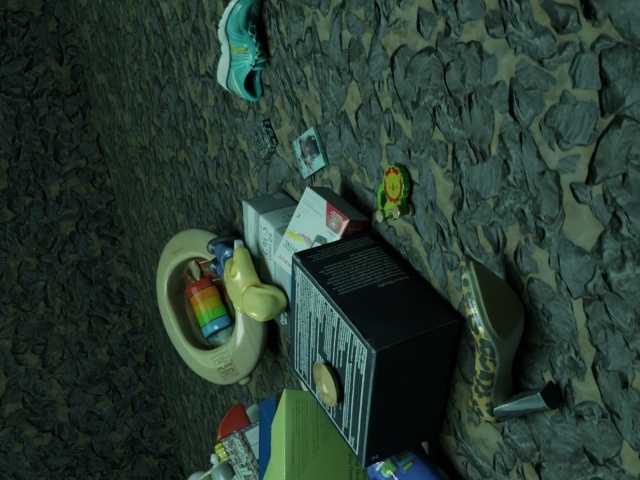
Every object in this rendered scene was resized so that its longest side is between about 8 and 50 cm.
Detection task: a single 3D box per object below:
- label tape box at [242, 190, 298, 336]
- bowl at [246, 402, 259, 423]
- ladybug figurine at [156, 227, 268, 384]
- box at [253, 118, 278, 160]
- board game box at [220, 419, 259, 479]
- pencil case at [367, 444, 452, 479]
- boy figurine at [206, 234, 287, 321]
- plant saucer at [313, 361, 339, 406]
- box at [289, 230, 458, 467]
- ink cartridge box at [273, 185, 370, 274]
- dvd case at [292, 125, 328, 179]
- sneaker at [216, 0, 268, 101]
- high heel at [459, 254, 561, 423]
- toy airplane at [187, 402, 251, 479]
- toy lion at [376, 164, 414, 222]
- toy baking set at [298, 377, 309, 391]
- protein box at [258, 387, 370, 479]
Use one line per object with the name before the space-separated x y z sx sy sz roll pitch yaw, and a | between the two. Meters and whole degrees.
label tape box | -0.052 0.073 1.798 0.347 0.115 0.249 44 141 51
bowl | -0.195 0.587 2.463 0.142 0.053 0.142 51 145 40
ladybug figurine | -0.278 0.181 2.199 0.305 0.162 0.449 -26 77 22
box | -0.129 -0.236 1.895 0.067 0.018 0.083 68 154 16
board game box | -0.056 0.536 1.876 0.291 0.232 0.141 63 150 8
pencil case | 0.217 0.487 1.444 0.119 0.133 0.306 -52 47 6
boy figurine | -0.171 0.085 1.816 0.285 0.092 0.177 39 138 51
plant saucer | 0.013 0.255 1.445 0.083 0.015 0.083 43 141 48
box | 0.087 0.196 1.488 0.294 0.182 0.296 49 147 45
ink cartridge box | 0.000 0.000 1.587 0.127 0.072 0.175 39 114 31
dvd case | -0.023 -0.184 1.708 0.119 0.013 0.087 -24 82 66
sneaker | -0.157 -0.429 1.786 0.110 0.107 0.275 39 146 23
high heel | 0.240 0.160 1.244 0.261 0.093 0.186 63 148 5
toy airplane | -0.234 0.700 2.228 0.384 0.272 0.386 -114 24 -66
toy lion | 0.129 -0.085 1.428 0.100 0.034 0.096 166 96 -66
toy baking set | 0.006 0.406 1.961 0.256 0.030 0.197 55 149 37
protein box | -0.015 0.440 1.731 0.136 0.201 0.200 -40 45 53
